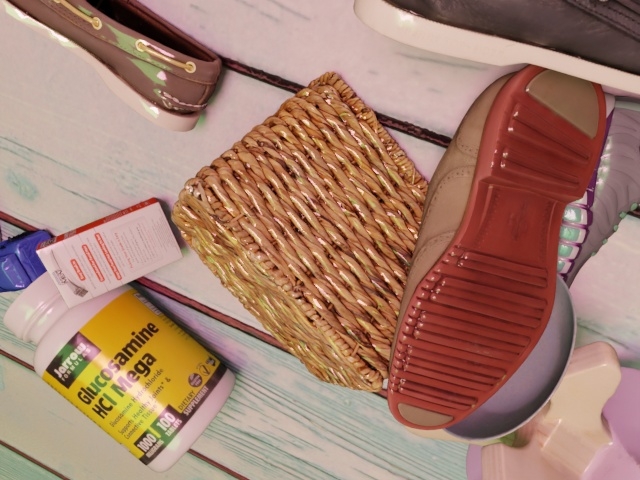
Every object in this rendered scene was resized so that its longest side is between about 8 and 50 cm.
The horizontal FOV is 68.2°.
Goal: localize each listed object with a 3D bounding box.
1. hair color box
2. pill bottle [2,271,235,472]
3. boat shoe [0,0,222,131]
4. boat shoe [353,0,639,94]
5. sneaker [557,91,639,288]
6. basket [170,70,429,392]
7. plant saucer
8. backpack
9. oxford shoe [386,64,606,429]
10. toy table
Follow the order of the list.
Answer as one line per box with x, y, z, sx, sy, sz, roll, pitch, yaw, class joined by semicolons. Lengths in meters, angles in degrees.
-0.295;0.014;0.674;0.053;0.167;0.093;24;136;60;hair color box
-0.317;0.190;0.757;0.334;0.188;0.188;41;124;-3;pill bottle
-0.259;-0.262;0.537;0.324;0.116;0.097;39;120;-6;boat shoe
0.199;-0.182;0.327;0.340;0.127;0.113;8;132;-7;boat shoe
0.279;-0.028;0.464;0.098;0.083;0.224;6;119;11;sneaker
0.000;0.000;0.584;0.299;0.223;0.213;48;156;-7;basket
0.183;0.112;0.483;0.037;0.195;0.195;30;126;-17;plant saucer
-0.523;0.039;0.815;0.120;0.101;0.098;-6;108;29;backpack
0.147;0.011;0.457;0.123;0.130;0.348;20;98;-12;oxford shoe
0.234;0.204;0.524;0.161;0.252;0.274;36;120;-18;toy table
